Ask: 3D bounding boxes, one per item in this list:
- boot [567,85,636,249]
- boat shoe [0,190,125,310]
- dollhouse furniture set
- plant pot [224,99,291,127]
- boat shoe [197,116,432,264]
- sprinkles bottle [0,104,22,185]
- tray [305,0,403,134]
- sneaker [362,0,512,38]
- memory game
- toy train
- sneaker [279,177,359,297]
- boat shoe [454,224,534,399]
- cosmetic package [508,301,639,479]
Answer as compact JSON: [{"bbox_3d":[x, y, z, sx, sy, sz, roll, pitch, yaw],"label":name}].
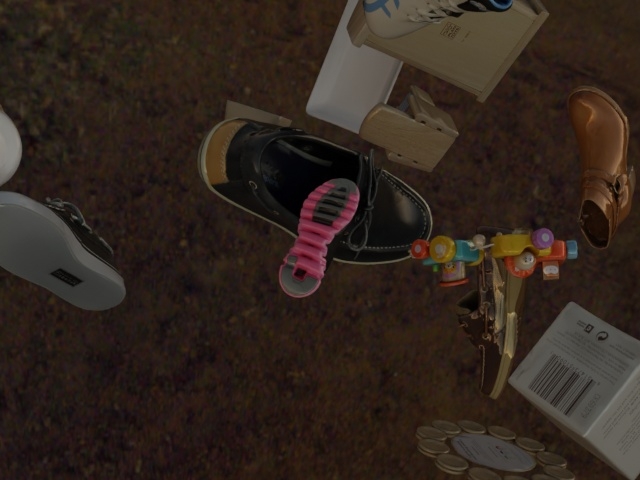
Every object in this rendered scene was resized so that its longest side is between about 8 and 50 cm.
[{"bbox_3d":[0.378,-0.100,1.246,0.073,0.197,0.152,-13,28,41],"label":"boot"},{"bbox_3d":[-0.382,-0.005,1.306,0.113,0.306,0.105,-27,57,13],"label":"boat shoe"},{"bbox_3d":[0.108,-0.311,1.201,0.198,0.286,0.303,19,34,-25],"label":"dollhouse furniture set"},{"bbox_3d":[-0.128,-0.200,1.718,0.109,0.096,0.109,19,6,7],"label":"plant pot"},{"bbox_3d":[0.028,-0.071,1.538,0.500,0.187,0.156,22,-8,-39],"label":"boat shoe"},{"bbox_3d":[-0.524,-0.159,1.366,0.121,0.121,0.355,-8,15,-21],"label":"sprinkles bottle"},{"bbox_3d":[0.082,-0.303,1.422,0.145,0.270,0.030,26,7,34],"label":"tray"},{"bbox_3d":[0.114,-0.219,0.773,0.085,0.237,0.086,-4,80,-32],"label":"sneaker"},{"bbox_3d":[0.198,0.247,1.039,0.186,0.012,0.186,11,11,-2],"label":"memory game"},{"bbox_3d":[0.168,0.022,0.873,0.166,0.125,0.046,-4,81,5],"label":"toy train"},{"bbox_3d":[0.000,0.000,0.826,0.047,0.057,0.119,25,79,14],"label":"sneaker"},{"bbox_3d":[0.307,0.129,1.659,0.123,0.342,0.123,10,28,15],"label":"boat shoe"},{"bbox_3d":[0.398,0.213,1.286,0.151,0.183,0.151,-51,42,-2],"label":"cosmetic package"}]
